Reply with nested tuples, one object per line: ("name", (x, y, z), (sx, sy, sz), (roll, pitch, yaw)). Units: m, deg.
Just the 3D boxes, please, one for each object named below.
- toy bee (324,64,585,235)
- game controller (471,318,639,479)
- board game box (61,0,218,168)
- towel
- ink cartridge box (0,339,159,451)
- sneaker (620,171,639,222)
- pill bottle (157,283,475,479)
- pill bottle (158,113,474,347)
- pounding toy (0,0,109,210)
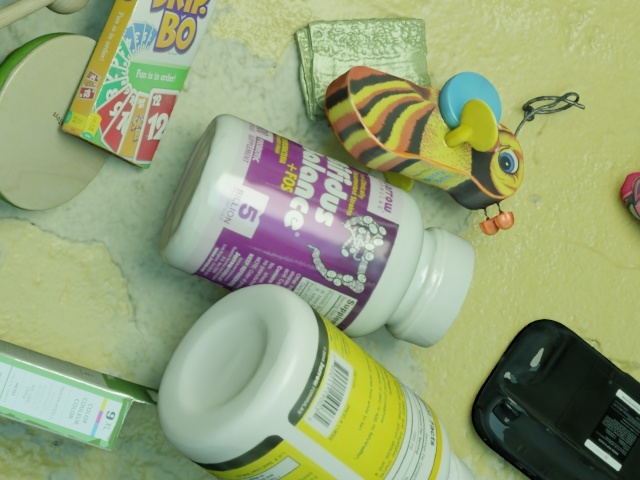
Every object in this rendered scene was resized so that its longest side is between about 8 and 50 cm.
("toy bee", (0.153, -0.092, 1.374), (0.298, 0.195, 0.162), (-2, 76, -7))
("game controller", (0.325, 0.233, 1.514), (0.319, 0.067, 0.166), (39, 69, -13))
("board game box", (-0.169, -0.211, 1.340), (0.039, 0.124, 0.260), (18, 85, 28))
("towel", (0.049, -0.189, 1.436), (0.148, 0.027, 0.110), (-7, 94, -13))
("ink cartridge box", (-0.252, 0.162, 1.338), (0.209, 0.109, 0.062), (20, 88, -14))
("sneaker", (0.467, -0.125, 1.500), (0.112, 0.121, 0.299), (38, 74, 18))
("pill bottle", (0.010, 0.204, 1.329), (0.334, 0.188, 0.188), (42, 82, -34))
("pill bottle", (0.000, 0.000, 1.360), (0.301, 0.169, 0.169), (22, 87, -14))
("pounding toy", (-0.301, -0.153, 1.305), (0.183, 0.110, 0.237), (-41, 142, -39))
